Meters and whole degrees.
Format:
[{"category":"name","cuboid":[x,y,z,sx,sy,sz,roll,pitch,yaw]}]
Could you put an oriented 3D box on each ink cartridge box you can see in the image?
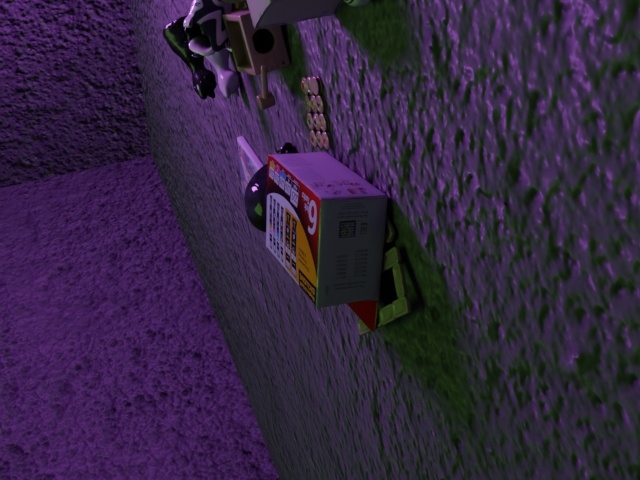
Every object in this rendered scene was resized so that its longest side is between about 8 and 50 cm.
[{"category":"ink cartridge box","cuboid":[0.000,0.000,1.527,0.309,0.130,0.271,-136,44,-61]}]

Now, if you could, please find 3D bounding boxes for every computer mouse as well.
[{"category":"computer mouse","cuboid":[-0.113,-0.097,1.769,0.272,0.072,0.188,-60,-32,-66]}]

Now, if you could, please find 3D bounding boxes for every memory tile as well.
[{"category":"memory tile","cuboid":[-0.009,-0.257,1.620,0.113,0.012,0.147,-152,50,-67]}]

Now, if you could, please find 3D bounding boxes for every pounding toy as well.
[{"category":"pounding toy","cuboid":[-0.114,-0.390,1.717,0.181,0.094,0.206,33,142,61]}]

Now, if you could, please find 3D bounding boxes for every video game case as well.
[{"category":"video game case","cuboid":[-0.188,-0.168,2.256,0.201,0.023,0.183,-125,26,-49]}]

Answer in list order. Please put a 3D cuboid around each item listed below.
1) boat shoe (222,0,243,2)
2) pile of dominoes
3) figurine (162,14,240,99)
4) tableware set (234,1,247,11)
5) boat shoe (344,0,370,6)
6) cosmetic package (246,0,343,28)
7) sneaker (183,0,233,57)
[{"category":"boat shoe","cuboid":[-0.157,-0.618,1.621,0.324,0.117,0.096,117,141,-60]},{"category":"pile of dominoes","cuboid":[0.110,0.061,1.483,0.251,0.040,0.195,139,124,-66]},{"category":"figurine","cuboid":[-0.294,-0.465,2.100,0.215,0.092,0.209,-23,-89,-65]},{"category":"tableware set","cuboid":[-0.202,-0.536,1.985,0.154,0.024,0.104,96,154,-51]},{"category":"boat shoe","cuboid":[0.016,-0.495,1.174,0.113,0.105,0.306,-131,31,-56]},{"category":"cosmetic package","cuboid":[-0.068,-0.525,1.341,0.129,0.153,0.296,164,90,-74]},{"category":"sneaker","cuboid":[-0.229,-0.444,1.810,0.094,0.153,0.235,16,156,30]}]
